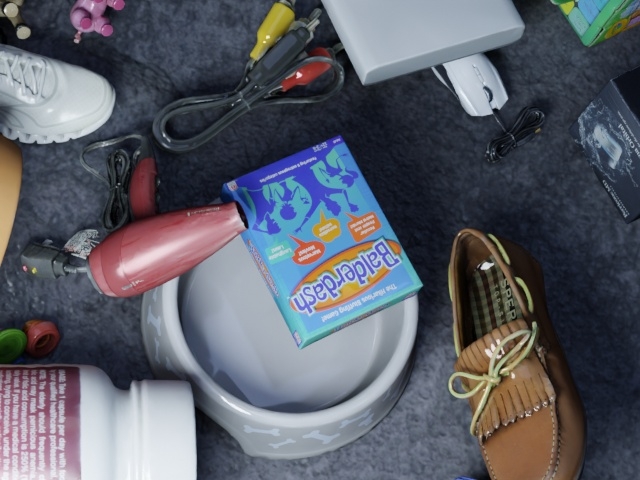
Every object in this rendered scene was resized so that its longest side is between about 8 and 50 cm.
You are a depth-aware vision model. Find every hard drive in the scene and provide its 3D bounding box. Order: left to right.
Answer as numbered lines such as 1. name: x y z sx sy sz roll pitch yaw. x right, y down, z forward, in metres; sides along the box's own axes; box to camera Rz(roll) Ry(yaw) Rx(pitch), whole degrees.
1. hard drive: 0.094 -0.388 1.917 0.233 0.047 0.353 -18 67 -16

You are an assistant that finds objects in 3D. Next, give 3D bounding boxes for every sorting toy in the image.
1. sorting toy: -0.356 0.117 1.671 0.102 0.061 0.042 -3 34 -47

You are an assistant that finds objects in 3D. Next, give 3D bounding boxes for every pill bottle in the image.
1. pill bottle: -0.337 0.246 1.541 0.392 0.224 0.224 1 71 -10

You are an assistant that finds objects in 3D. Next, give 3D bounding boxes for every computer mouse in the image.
1. computer mouse: 0.211 -0.202 1.898 0.106 0.042 0.193 -33 80 -18

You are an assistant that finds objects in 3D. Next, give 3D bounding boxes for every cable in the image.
1. cable: -0.084 -0.192 1.848 0.287 0.072 0.139 -42 100 -9

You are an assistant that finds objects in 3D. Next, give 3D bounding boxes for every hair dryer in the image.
1. hair dryer: -0.211 -0.036 1.668 0.293 0.080 0.223 13 66 32

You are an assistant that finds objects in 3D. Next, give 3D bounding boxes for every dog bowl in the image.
1. dog bowl: -0.040 0.084 1.719 0.349 0.102 0.349 3 71 -9

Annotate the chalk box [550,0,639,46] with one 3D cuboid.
1. chalk box: 0.404 -0.395 1.932 0.289 0.179 0.180 -25 78 -17

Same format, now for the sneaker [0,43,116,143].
1. sneaker: -0.395 -0.195 1.743 0.292 0.118 0.110 8 68 -9

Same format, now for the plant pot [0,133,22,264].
1. plant pot: -0.462 -0.040 1.606 0.203 0.291 0.291 16 68 -23

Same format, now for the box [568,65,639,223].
1. box: 0.420 -0.128 1.848 0.093 0.158 0.156 -25 77 -18

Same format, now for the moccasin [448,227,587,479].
1. moccasin: 0.217 0.140 1.657 0.147 0.139 0.380 34 41 -35

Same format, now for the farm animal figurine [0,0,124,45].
1. farm animal figurine: -0.296 -0.432 1.789 0.330 0.327 0.172 -22 40 -20

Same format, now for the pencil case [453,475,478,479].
1. pencil case: 0.169 0.424 1.629 0.133 0.119 0.306 33 65 -27

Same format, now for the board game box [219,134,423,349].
1. board game box: 0.000 0.000 1.675 0.160 0.047 0.210 -25 78 -18
